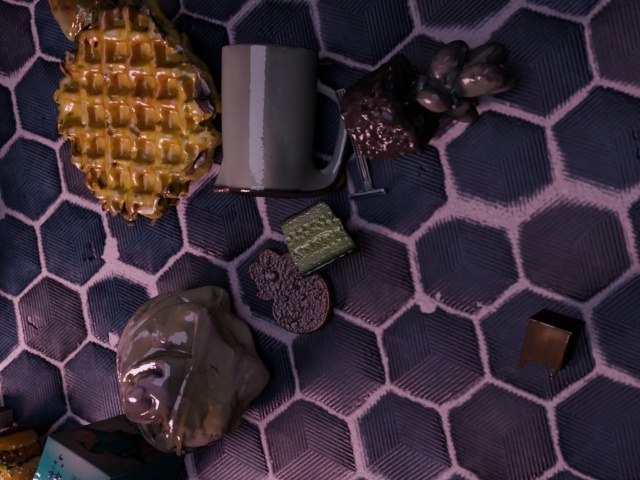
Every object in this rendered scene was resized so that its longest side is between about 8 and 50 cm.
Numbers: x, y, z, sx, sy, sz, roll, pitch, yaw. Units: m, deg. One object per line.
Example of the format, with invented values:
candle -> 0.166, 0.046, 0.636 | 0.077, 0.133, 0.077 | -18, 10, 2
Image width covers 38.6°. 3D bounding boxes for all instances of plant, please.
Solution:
plant -> 0.174, -0.226, 1.444 | 0.274, 0.146, 0.149 | -21, 127, 22

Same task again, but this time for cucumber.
cucumber -> 0.000, 0.000, 1.569 | 0.115, 0.062, 0.116 | -27, 65, 7

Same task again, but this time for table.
table -> 0.355, 0.160, 1.410 | 0.070, 0.083, 0.082 | 18, 106, 26

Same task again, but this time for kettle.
kettle -> -0.060, -0.199, 1.557 | 0.240, 0.165, 0.255 | 1, 93, -4

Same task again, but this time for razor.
razor -> 0.060, -0.164, 1.543 | 0.068, 0.037, 0.191 | -11, 104, 19

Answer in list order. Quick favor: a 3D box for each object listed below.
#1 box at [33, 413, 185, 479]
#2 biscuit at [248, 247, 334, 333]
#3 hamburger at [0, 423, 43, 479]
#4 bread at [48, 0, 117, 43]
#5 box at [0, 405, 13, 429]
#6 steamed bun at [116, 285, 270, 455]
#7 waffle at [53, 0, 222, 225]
box -> -0.376, 0.404, 1.664 | 0.153, 0.245, 0.092 | 24, 101, 21
biscuit -> -0.050, 0.087, 1.623 | 0.175, 0.026, 0.124 | 45, 105, 17
hamburger -> -0.645, 0.450, 1.823 | 0.191, 0.182, 0.118 | -20, 78, 7
bread -> -0.479, -0.491, 1.775 | 0.128, 0.088, 0.232 | -32, 74, 14
box -> -0.751, 0.368, 1.939 | 0.218, 0.055, 0.040 | 2, 94, 24
steamed bun -> -0.260, 0.236, 1.628 | 0.268, 0.207, 0.280 | -34, 76, 22
waffle -> -0.342, -0.235, 1.696 | 0.379, 0.095, 0.382 | -40, 75, 30
